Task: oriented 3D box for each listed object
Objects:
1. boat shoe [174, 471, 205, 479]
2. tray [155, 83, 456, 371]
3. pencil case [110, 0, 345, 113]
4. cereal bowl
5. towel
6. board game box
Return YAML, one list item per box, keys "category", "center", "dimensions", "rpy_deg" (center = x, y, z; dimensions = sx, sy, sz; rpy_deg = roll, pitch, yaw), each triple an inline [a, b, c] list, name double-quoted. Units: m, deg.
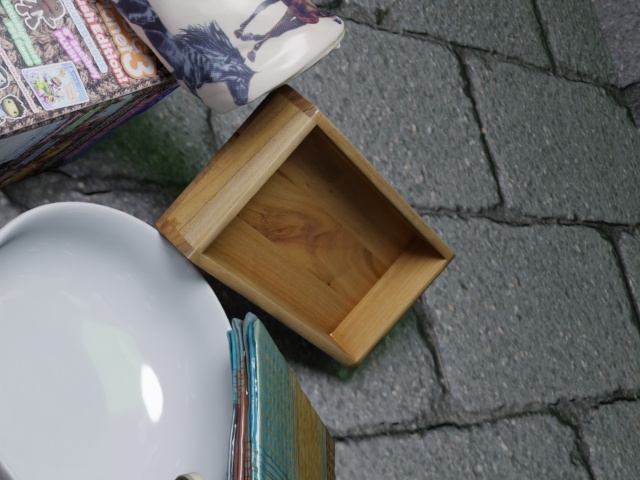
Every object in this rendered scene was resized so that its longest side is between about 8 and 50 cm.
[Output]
- category: "boat shoe"
  center: [-0.164, 0.331, 1.012]
  dimensions: [0.103, 0.302, 0.113]
  rpy_deg: [-3, 36, -35]
- category: "tray"
  center: [0.000, 0.000, 1.357]
  dimensions: [0.076, 0.203, 0.411]
  rpy_deg: [42, 1, 36]
- category: "pencil case"
  center: [-0.149, -0.306, 1.122]
  dimensions: [0.410, 0.160, 0.183]
  rpy_deg: [50, 52, -14]
- category: "cereal bowl"
  center: [-0.239, 0.141, 1.145]
  dimensions: [0.339, 0.141, 0.339]
  rpy_deg: [26, 52, -38]
- category: "towel"
  center: [-0.035, 0.276, 1.243]
  dimensions: [0.370, 0.040, 0.271]
  rpy_deg: [65, 21, -58]
- category: "board game box"
  center: [-0.313, -0.149, 1.156]
  dimensions: [0.291, 0.232, 0.141]
  rpy_deg: [-30, 92, -53]
